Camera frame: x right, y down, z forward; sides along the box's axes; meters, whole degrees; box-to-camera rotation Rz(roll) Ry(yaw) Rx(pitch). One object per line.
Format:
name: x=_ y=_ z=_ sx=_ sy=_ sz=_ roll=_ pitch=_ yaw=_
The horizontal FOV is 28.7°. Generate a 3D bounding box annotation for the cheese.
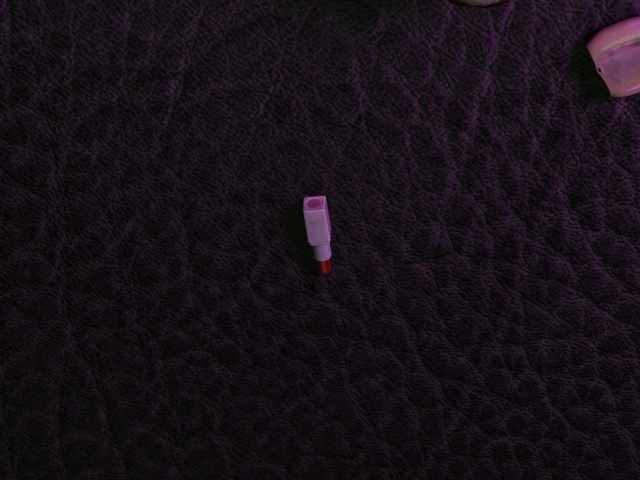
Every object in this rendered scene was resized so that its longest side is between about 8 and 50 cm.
cheese: x=0.403 y=-0.233 z=1.426 sx=0.192 sy=0.037 sz=0.097 roll=-24 pitch=129 yaw=21

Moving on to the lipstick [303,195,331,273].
lipstick: x=0.000 y=0.000 z=1.657 sx=0.030 sy=0.030 sz=0.129 roll=-5 pitch=132 yaw=6

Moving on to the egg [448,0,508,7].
egg: x=0.147 y=-0.344 z=1.247 sx=0.169 sy=0.169 sz=0.231 roll=-14 pitch=121 yaw=14
